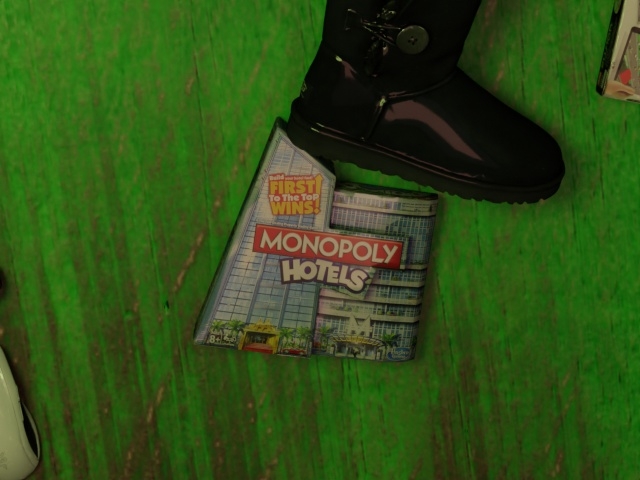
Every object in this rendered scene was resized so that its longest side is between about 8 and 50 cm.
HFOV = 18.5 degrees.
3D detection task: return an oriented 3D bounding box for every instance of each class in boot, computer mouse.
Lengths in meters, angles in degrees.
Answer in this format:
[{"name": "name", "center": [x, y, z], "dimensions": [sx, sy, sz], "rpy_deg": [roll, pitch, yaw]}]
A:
[{"name": "boot", "center": [0.109, -0.148, 1.574], "dimensions": [0.246, 0.094, 0.207], "rpy_deg": [13, 122, -11]}, {"name": "computer mouse", "center": [-0.293, 0.125, 1.681], "dimensions": [0.106, 0.042, 0.193], "rpy_deg": [-19, 103, 1]}]

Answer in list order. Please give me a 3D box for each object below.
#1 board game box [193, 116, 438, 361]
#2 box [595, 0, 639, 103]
[{"name": "board game box", "center": [0.000, 0.000, 1.657], "dimensions": [0.194, 0.060, 0.194], "rpy_deg": [7, 103, -4]}, {"name": "box", "center": [0.307, -0.212, 1.634], "dimensions": [0.114, 0.036, 0.207], "rpy_deg": [10, 102, -5]}]
